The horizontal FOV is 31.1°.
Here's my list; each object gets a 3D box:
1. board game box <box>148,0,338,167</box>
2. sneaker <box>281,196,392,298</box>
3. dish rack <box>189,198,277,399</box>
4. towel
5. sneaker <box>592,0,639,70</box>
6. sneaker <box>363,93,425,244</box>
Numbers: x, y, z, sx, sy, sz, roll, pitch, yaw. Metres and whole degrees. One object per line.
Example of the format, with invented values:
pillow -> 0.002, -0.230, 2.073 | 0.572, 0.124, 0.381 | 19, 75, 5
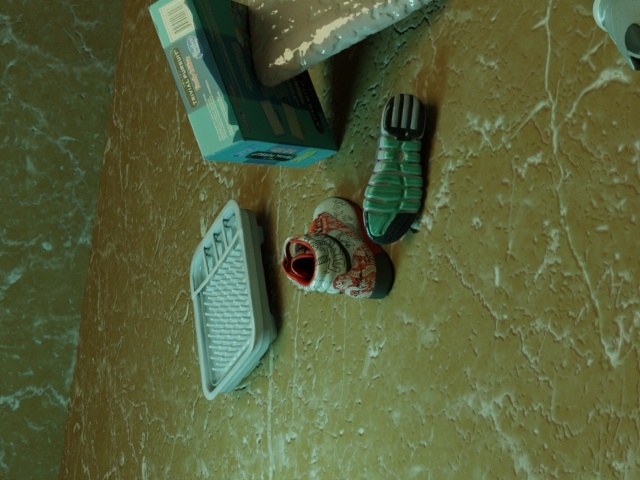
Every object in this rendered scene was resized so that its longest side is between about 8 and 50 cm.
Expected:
board game box -> -0.114, -0.250, 1.835 | 0.079, 0.336, 0.253 | -24, 81, 23
sneaker -> 0.001, -0.001, 1.813 | 0.270, 0.145, 0.090 | -123, 45, -54
dish rack -> -0.167, 0.118, 2.231 | 0.285, 0.072, 0.332 | -50, 41, 49
towel -> 0.023, -0.431, 1.778 | 0.332, 0.053, 0.316 | -25, 57, 24
sneaker -> 0.371, -0.262, 1.174 | 0.228, 0.086, 0.132 | 114, 147, -53
sneaker -> 0.113, -0.105, 1.708 | 0.098, 0.083, 0.223 | -98, 19, -83
